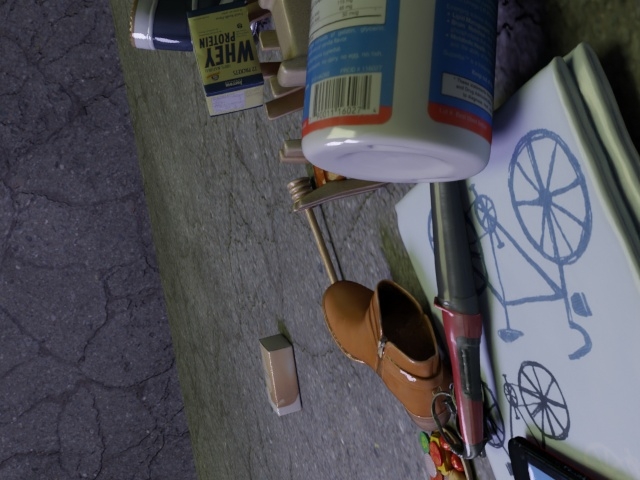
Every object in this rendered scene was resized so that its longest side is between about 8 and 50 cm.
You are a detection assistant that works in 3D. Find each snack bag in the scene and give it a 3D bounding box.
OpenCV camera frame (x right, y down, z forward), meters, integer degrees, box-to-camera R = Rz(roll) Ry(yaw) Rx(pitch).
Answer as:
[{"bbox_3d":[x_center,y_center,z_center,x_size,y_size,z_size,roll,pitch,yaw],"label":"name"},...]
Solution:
[{"bbox_3d":[0.166,0.080,0.639,0.323,0.037,0.342,133,119,-70],"label":"snack bag"}]

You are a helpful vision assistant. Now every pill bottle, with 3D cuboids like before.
[{"bbox_3d":[0.056,-0.157,0.599,0.124,0.124,0.221,159,117,-73],"label":"pill bottle"}]

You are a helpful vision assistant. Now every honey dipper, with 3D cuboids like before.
[{"bbox_3d":[0.000,0.000,1.113,0.030,0.030,0.161,133,118,-70],"label":"honey dipper"}]

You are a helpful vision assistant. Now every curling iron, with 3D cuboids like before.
[{"bbox_3d":[0.099,0.052,0.698,0.068,0.035,0.274,-139,35,-61],"label":"curling iron"}]

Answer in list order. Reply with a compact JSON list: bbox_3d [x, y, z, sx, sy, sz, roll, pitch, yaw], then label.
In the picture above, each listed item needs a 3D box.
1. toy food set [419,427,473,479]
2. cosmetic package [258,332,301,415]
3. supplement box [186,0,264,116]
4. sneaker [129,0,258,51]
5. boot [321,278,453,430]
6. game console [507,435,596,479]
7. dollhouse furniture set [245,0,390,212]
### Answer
[{"bbox_3d":[0.125,0.225,0.898,0.082,0.020,0.083,163,92,-73],"label":"toy food set"},{"bbox_3d":[-0.064,0.213,1.445,0.060,0.041,0.115,-146,45,-66],"label":"cosmetic package"},{"bbox_3d":[-0.090,-0.173,0.874,0.083,0.056,0.083,123,133,-82],"label":"supplement box"},{"bbox_3d":[-0.143,-0.346,1.209,0.099,0.153,0.282,96,-176,-53],"label":"sneaker"},{"bbox_3d":[0.060,0.077,0.856,0.197,0.073,0.152,47,166,32],"label":"boot"},{"bbox_3d":[0.149,0.221,0.619,0.144,0.085,0.124,-160,54,-69],"label":"game console"},{"bbox_3d":[0.015,-0.172,0.829,0.259,0.135,0.262,160,96,-84],"label":"dollhouse furniture set"}]
